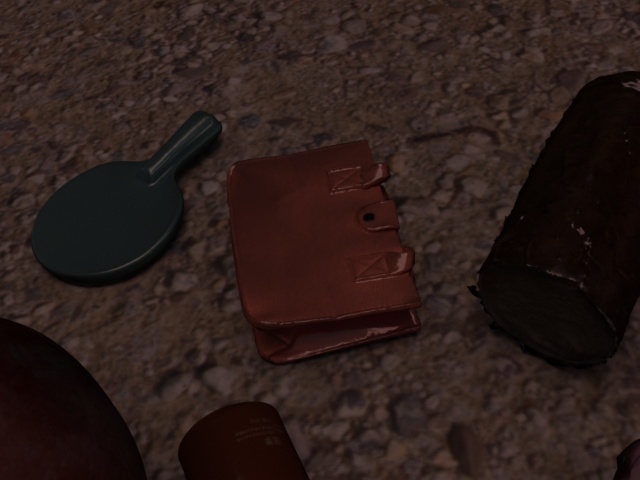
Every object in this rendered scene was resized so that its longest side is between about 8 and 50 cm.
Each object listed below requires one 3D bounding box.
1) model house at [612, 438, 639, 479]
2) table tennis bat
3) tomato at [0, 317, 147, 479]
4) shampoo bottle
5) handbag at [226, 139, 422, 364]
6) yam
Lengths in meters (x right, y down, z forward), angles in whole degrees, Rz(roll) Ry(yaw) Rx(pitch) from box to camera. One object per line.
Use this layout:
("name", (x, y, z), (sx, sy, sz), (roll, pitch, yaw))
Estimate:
("model house", (0.196, 0.228, 0.390), (0.237, 0.237, 0.202), (-34, 55, -25))
("table tennis bat", (-0.187, -0.049, 0.830), (0.149, 0.038, 0.237), (25, 61, 29))
("tomato", (-0.227, 0.158, 0.493), (0.227, 0.270, 0.270), (-51, 54, 6))
("shampoo bottle", (-0.021, 0.223, 0.536), (0.085, 0.085, 0.244), (-21, 51, -10))
("handbag", (0.000, 0.000, 0.742), (0.157, 0.059, 0.213), (-12, 48, -1))
("yam", (0.229, -0.029, 0.693), (0.131, 0.131, 0.280), (18, 53, 23))
